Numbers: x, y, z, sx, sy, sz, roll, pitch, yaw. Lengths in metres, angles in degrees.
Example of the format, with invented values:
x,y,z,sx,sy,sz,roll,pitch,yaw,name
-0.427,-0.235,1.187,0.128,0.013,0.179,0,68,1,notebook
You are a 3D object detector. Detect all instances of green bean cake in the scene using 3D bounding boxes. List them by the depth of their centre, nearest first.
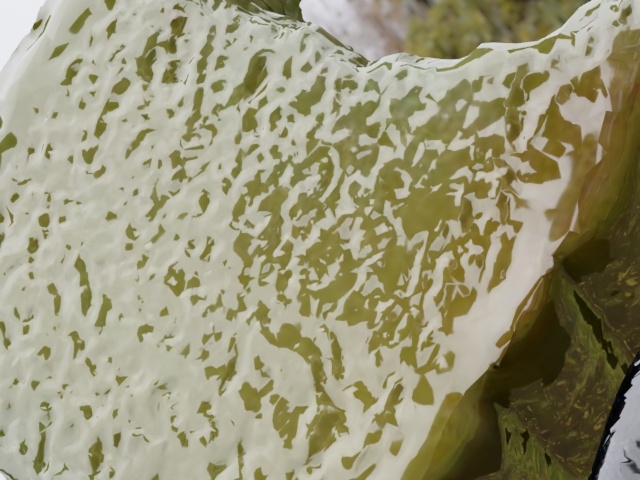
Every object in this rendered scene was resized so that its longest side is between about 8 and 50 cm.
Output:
x,y,z,sx,sy,sz,roll,pitch,yaw,name
0.000,0.000,0.632,0.233,0.236,0.124,-58,-35,-7,green bean cake

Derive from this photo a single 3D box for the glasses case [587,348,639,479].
x,y,z,sx,sy,sz,roll,pitch,yaw,name
0.092,0.167,0.452,0.082,0.321,0.122,-3,-34,23,glasses case
